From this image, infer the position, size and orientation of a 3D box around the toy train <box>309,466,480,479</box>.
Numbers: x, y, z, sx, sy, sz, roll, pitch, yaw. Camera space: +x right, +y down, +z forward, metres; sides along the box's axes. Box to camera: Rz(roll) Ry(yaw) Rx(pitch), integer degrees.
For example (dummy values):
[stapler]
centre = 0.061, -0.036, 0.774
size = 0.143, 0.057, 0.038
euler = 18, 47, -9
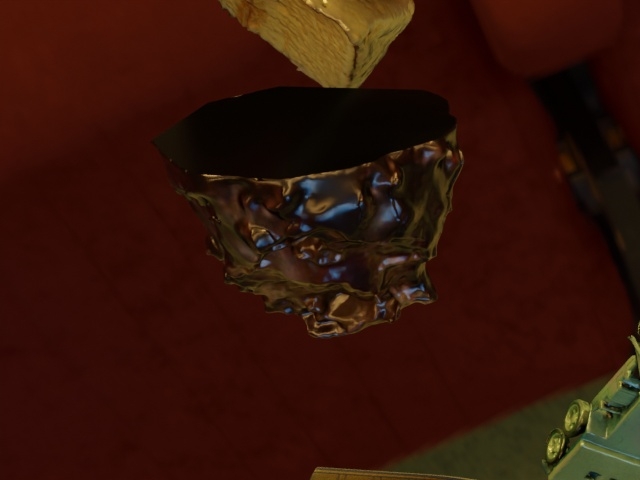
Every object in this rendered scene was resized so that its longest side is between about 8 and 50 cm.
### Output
[toy train]
centre = 0.116, 0.201, 1.460
size = 0.252, 0.048, 0.055
euler = 2, 26, 11

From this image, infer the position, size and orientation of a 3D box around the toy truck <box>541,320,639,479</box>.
[toy truck]
centre = 0.177, 0.108, 1.069
size = 0.067, 0.175, 0.081
euler = 20, 42, -16

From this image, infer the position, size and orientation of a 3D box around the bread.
[bread]
centre = -0.060, -0.219, 1.711
size = 0.240, 0.178, 0.135
euler = 39, 115, 7

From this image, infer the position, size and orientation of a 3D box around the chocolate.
[chocolate]
centre = 0.000, 0.000, 1.461
size = 0.224, 0.177, 0.206
euler = 2, 23, 26
